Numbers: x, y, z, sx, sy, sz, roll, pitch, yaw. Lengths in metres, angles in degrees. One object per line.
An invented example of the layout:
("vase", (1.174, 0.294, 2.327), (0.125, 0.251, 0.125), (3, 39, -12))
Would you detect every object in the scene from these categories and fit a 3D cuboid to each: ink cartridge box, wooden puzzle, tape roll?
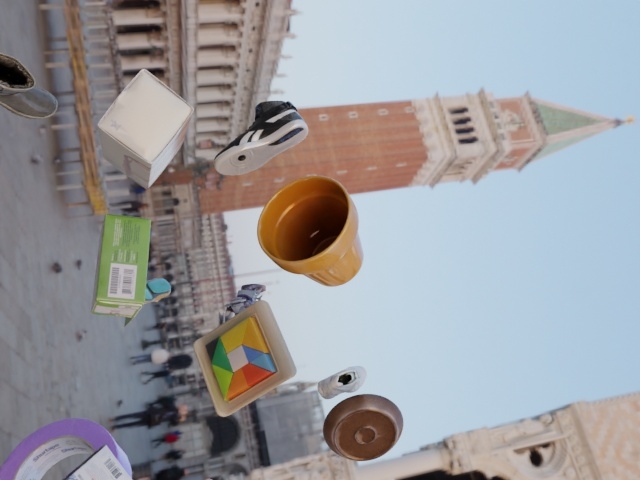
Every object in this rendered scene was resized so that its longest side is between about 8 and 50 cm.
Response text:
("ink cartridge box", (-0.445, 0.077, 1.403), (0.255, 0.097, 0.188), (142, -49, -59))
("wooden puzzle", (-0.200, 0.297, 1.628), (0.044, 0.239, 0.221), (32, 29, -62))
("tape roll", (-0.558, 0.532, 1.393), (0.090, 0.275, 0.275), (80, -8, -47))

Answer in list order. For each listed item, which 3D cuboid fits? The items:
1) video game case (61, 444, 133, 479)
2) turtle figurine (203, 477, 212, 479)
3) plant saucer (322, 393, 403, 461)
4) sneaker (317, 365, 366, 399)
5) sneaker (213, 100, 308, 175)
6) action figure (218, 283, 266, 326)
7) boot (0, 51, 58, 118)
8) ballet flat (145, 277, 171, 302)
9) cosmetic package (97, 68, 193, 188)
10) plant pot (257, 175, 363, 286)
("video game case", (-0.416, 0.540, 1.191), (0.232, 0.210, 0.042), (53, -46, -3))
("turtle figurine", (-0.298, 0.428, 0.932), (0.087, 0.269, 0.217), (38, -68, 32))
("plant saucer", (0.089, 0.390, 1.311), (0.029, 0.168, 0.168), (-101, -171, -67))
("sneaker", (0.062, 0.302, 1.386), (0.061, 0.152, 0.053), (-38, -107, 34))
("sneaker", (-0.144, -0.231, 1.404), (0.079, 0.217, 0.121), (70, -6, -56))
("action figure", (-0.231, 0.228, 1.836), (0.285, 0.099, 0.185), (-77, 177, -65))
("boot", (-0.558, -0.287, 1.187), (0.208, 0.190, 0.076), (-1, -102, 51))
("ballet flat", (-0.472, 0.144, 1.695), (0.080, 0.073, 0.232), (51, 10, 12))
("cosmetic package", (-0.371, -0.224, 1.361), (0.153, 0.129, 0.296), (-55, -170, -12))
("plant pot", (0.000, 0.000, 1.343), (0.188, 0.205, 0.205), (51, 16, -52))
